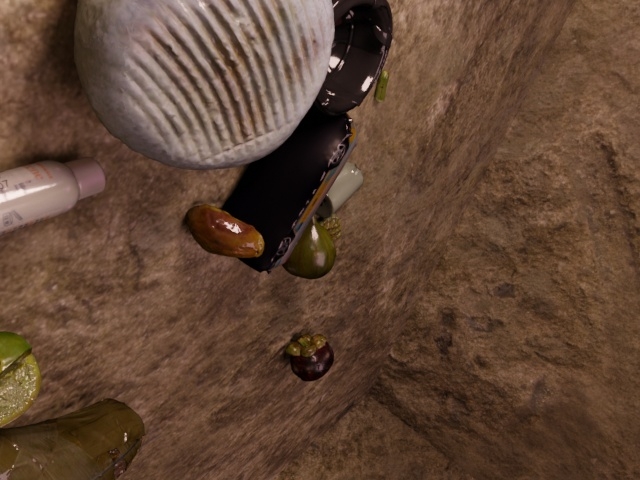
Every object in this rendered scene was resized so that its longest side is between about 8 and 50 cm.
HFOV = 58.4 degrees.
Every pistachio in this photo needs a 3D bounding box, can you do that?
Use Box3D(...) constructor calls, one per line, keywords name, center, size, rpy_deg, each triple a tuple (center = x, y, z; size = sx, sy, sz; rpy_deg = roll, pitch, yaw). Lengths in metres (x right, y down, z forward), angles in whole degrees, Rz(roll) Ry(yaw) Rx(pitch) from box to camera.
Box3D(name="pistachio", center=(-0.195, -0.006, 1.152), size=(0.089, 0.173, 0.049), rpy_deg=(-58, -168, 18))

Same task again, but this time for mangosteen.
Box3D(name="mangosteen", center=(-0.036, 0.407, 2.043), size=(0.166, 0.166, 0.180), rpy_deg=(-43, 130, -27))

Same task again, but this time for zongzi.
Box3D(name="zongzi", center=(-0.500, 0.378, 1.081), size=(0.356, 0.174, 0.392), rpy_deg=(-38, 145, -45))

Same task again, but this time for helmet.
Box3D(name="helmet", center=(0.006, -0.367, 1.057), size=(0.279, 0.160, 0.230), rpy_deg=(12, 109, -59))

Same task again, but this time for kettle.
Box3D(name="kettle", center=(0.038, -0.130, 1.522), size=(0.148, 0.098, 0.126), rpy_deg=(-43, 149, -34))

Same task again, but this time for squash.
Box3D(name="squash", center=(0.160, -0.401, 1.478), size=(0.027, 0.027, 0.083), rpy_deg=(-38, 150, -35))

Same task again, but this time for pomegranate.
Box3D(name="pomegranate", center=(-0.508, 0.198, 0.863), size=(0.143, 0.122, 0.169), rpy_deg=(-48, 157, -27))

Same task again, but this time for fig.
Box3D(name="fig", center=(-0.026, -0.022, 1.514), size=(0.151, 0.151, 0.259), rpy_deg=(-26, 129, -50))

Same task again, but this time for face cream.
Box3D(name="face cream", center=(-0.415, -0.053, 0.764), size=(0.269, 0.082, 0.082), rpy_deg=(-32, 148, -45))

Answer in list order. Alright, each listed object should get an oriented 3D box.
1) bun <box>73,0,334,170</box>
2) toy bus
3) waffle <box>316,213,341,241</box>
Box3D(name="bun", center=(-0.156, -0.267, 0.781), size=(0.362, 0.211, 0.361), rpy_deg=(-30, 142, -27))
Box3D(name="toy bus", center=(-0.066, -0.131, 1.248), size=(0.386, 0.171, 0.162), rpy_deg=(-58, 171, 10))
Box3D(name="waffle", center=(0.000, 0.000, 1.698), size=(0.169, 0.036, 0.183), rpy_deg=(-49, 156, -11))
